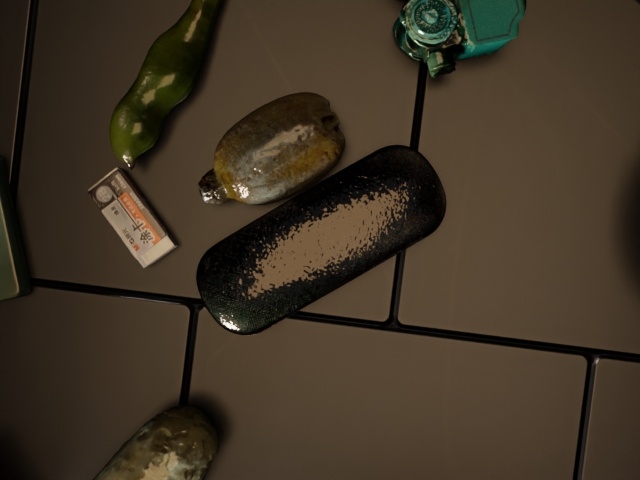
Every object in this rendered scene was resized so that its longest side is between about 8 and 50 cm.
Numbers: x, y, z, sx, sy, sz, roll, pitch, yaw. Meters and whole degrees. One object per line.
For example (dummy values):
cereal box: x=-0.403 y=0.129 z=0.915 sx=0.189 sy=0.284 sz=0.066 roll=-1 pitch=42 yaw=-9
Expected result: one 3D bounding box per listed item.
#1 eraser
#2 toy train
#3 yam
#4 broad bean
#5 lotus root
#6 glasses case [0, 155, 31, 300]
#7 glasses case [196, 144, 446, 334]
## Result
eraser: x=-0.234 y=-0.029 z=1.177 sx=0.052 sy=0.029 sz=0.122 roll=-36 pitch=88 yaw=4
toy train: x=0.156 y=-0.299 z=1.116 sx=0.154 sy=0.107 sz=0.198 roll=-13 pitch=90 yaw=-4
yam: x=-0.238 y=0.344 z=1.140 sx=0.133 sy=0.133 sz=0.330 roll=37 pitch=89 yaw=2
broad bean: x=-0.186 y=-0.238 z=1.161 sx=0.098 sy=0.056 sz=0.318 roll=14 pitch=86 yaw=9
lotus root: x=-0.063 y=-0.102 z=1.139 sx=0.192 sy=0.088 sz=0.113 roll=-29 pitch=96 yaw=4
glasses case: x=-0.422 y=-0.013 z=1.183 sx=0.077 sy=0.039 sz=0.184 roll=-12 pitch=90 yaw=4
glasses case: x=0.000 y=0.000 z=1.138 sx=0.321 sy=0.082 sz=0.122 roll=-30 pitch=90 yaw=2
